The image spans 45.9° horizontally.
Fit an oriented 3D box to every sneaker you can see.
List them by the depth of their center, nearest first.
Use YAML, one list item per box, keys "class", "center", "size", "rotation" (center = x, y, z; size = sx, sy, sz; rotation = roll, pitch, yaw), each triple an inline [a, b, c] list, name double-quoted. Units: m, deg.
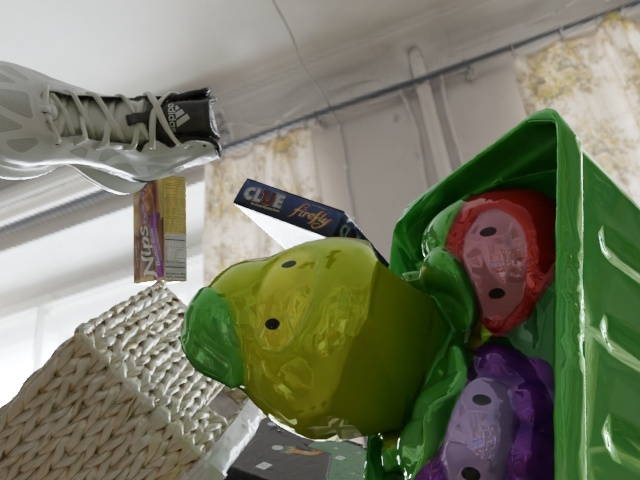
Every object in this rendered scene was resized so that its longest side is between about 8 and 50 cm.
- class: "sneaker"
  center: [-0.299, -0.186, 1.067]
  size: [0.258, 0.169, 0.447]
  rotation: [-15, -10, 23]

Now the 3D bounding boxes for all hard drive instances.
- class: "hard drive"
  center: [-0.039, 0.420, 1.385]
  size: [0.339, 0.064, 0.237]
  rotation: [6, 9, 34]

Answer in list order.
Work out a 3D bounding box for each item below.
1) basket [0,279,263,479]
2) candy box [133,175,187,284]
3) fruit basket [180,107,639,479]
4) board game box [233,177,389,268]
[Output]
- class: "basket"
  center: [-0.288, 0.279, 1.090]
  size: [0.331, 0.266, 0.328]
  rotation: [-46, 0, 13]
- class: "candy box"
  center: [-0.288, -0.016, 1.352]
  size: [0.053, 0.186, 0.109]
  rotation: [5, -9, -42]
- class: "fruit basket"
  center: [0.084, 0.083, 0.633]
  size: [0.392, 0.392, 0.283]
  rotation: [11, -27, -25]
- class: "board game box"
  center: [0.000, 0.000, 1.096]
  size: [0.165, 0.042, 0.243]
  rotation: [20, -13, 29]
